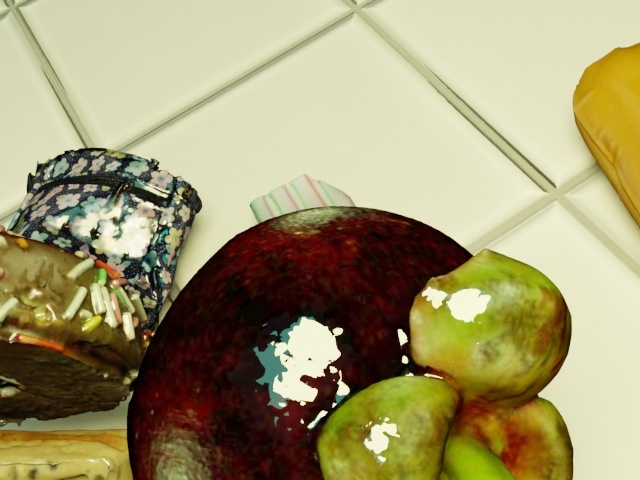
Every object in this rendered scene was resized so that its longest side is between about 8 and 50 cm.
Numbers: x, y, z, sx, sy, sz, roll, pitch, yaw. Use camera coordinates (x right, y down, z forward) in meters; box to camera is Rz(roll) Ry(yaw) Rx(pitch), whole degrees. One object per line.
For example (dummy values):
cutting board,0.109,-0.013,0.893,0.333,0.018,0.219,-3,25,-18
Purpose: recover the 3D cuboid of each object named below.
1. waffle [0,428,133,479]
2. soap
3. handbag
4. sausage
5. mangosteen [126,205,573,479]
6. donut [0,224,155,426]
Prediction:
waffle,-0.321,0.281,0.570,0.376,0.114,0.261,-1,86,4
soap,0.000,0.000,0.779,0.100,0.056,0.149,-29,56,-3
handbag,-0.247,-0.002,0.799,0.229,0.127,0.207,6,54,18
sausage,0.361,-0.034,0.679,0.134,0.116,0.354,-13,58,-12
mangosteen,0.018,0.121,0.543,0.330,0.330,0.330,-6,57,10
donut,-0.264,0.069,0.565,0.270,0.269,0.103,-6,61,10
